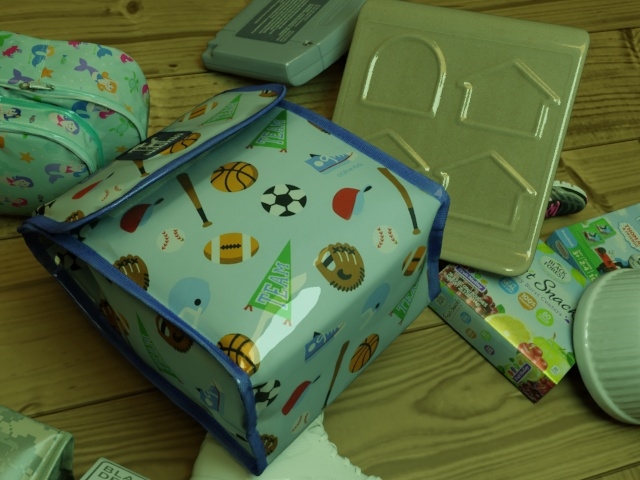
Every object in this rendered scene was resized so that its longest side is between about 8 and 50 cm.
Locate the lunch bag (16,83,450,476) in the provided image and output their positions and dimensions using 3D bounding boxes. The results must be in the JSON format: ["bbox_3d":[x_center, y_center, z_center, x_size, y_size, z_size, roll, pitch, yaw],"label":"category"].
[{"bbox_3d":[-0.103,-0.002,0.953,0.385,0.239,0.328,35,58,28],"label":"lunch bag"}]

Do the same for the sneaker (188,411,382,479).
[{"bbox_3d":[0.009,0.247,0.963,0.292,0.108,0.169,15,58,-2],"label":"sneaker"}]

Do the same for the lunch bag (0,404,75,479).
[{"bbox_3d":[-0.400,0.289,0.801,0.235,0.169,0.287,22,50,1],"label":"lunch bag"}]

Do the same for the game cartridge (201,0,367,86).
[{"bbox_3d":[-0.028,-0.347,1.340,0.196,0.060,0.294,14,50,32],"label":"game cartridge"}]

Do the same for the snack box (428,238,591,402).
[{"bbox_3d":[0.274,0.086,1.156,0.207,0.070,0.174,44,57,15],"label":"snack box"}]

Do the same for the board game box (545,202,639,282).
[{"bbox_3d":[0.465,0.029,1.259,0.211,0.039,0.160,-16,62,-23],"label":"board game box"}]

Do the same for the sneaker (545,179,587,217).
[{"bbox_3d":[0.316,-0.045,1.260,0.170,0.063,0.075,2,56,-6],"label":"sneaker"}]

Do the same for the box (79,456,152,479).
[{"bbox_3d":[-0.197,0.322,0.771,0.169,0.087,0.290,24,11,4],"label":"box"}]

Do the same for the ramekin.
[{"bbox_3d":[0.438,0.132,1.091,0.207,0.109,0.207,7,76,-31],"label":"ramekin"}]

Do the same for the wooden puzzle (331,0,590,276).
[{"bbox_3d":[0.173,-0.149,1.177,0.322,0.080,0.348,15,86,19],"label":"wooden puzzle"}]

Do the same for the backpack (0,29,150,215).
[{"bbox_3d":[-0.343,-0.145,1.069,0.253,0.225,0.191,-1,59,-13],"label":"backpack"}]
